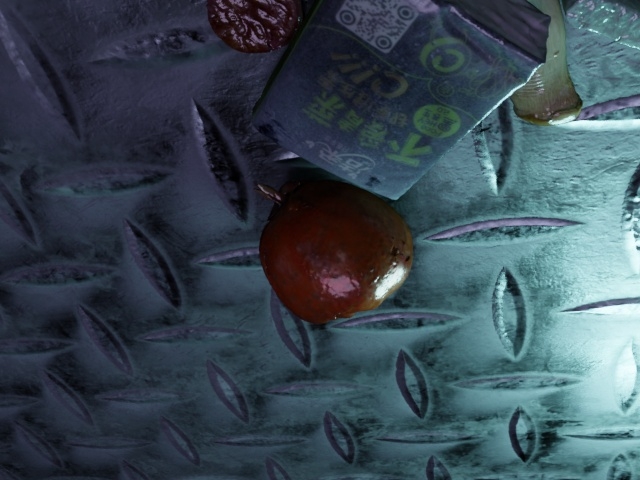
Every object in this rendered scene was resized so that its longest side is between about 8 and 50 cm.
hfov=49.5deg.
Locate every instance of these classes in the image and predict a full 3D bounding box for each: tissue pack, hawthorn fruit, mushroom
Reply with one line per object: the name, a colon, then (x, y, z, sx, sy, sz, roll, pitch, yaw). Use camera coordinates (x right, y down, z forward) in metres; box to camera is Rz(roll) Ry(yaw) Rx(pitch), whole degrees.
tissue pack: (0.093, -0.239, 1.013, 0.288, 0.124, 0.394, 27, 147, -11)
hawthorn fruit: (0.000, 0.000, 1.250, 0.276, 0.276, 0.307, -34, 107, 35)
mushroom: (0.286, -0.309, 0.997, 0.122, 0.095, 0.351, -5, 134, 38)

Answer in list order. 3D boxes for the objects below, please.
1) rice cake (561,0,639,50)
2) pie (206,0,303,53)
rice cake: (0.437, -0.311, 0.984, 0.206, 0.069, 0.063, 20, 134, -9)
pie: (-0.100, -0.350, 1.058, 0.154, 0.036, 0.154, 6, 136, 5)
